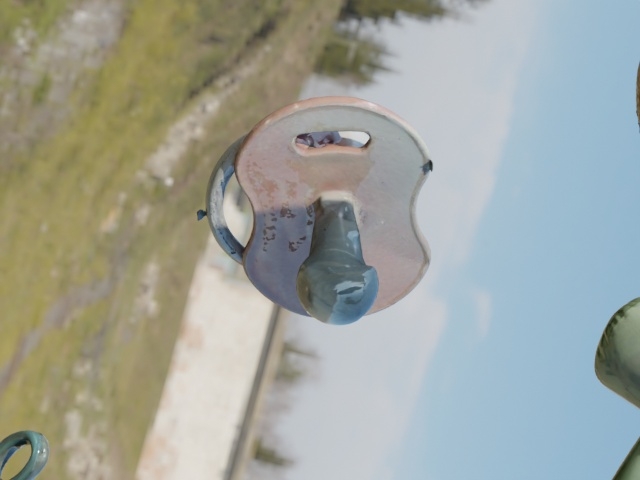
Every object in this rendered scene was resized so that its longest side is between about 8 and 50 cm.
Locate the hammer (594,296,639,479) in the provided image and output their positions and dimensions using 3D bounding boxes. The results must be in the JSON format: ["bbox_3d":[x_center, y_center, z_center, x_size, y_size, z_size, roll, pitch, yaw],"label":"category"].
[{"bbox_3d":[0.321,0.232,1.675,0.119,0.206,0.335,21,100,-57],"label":"hammer"}]

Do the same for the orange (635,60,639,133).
[{"bbox_3d":[0.404,-0.128,1.440,0.274,0.274,0.274,-165,-90,-87],"label":"orange"}]

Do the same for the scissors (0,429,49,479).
[{"bbox_3d":[-0.390,0.316,1.809,0.289,0.041,0.138,-34,-126,25],"label":"scissors"}]

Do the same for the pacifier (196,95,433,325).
[{"bbox_3d":[0.016,-0.019,1.990,0.273,0.220,0.332,39,-36,40],"label":"pacifier"}]
